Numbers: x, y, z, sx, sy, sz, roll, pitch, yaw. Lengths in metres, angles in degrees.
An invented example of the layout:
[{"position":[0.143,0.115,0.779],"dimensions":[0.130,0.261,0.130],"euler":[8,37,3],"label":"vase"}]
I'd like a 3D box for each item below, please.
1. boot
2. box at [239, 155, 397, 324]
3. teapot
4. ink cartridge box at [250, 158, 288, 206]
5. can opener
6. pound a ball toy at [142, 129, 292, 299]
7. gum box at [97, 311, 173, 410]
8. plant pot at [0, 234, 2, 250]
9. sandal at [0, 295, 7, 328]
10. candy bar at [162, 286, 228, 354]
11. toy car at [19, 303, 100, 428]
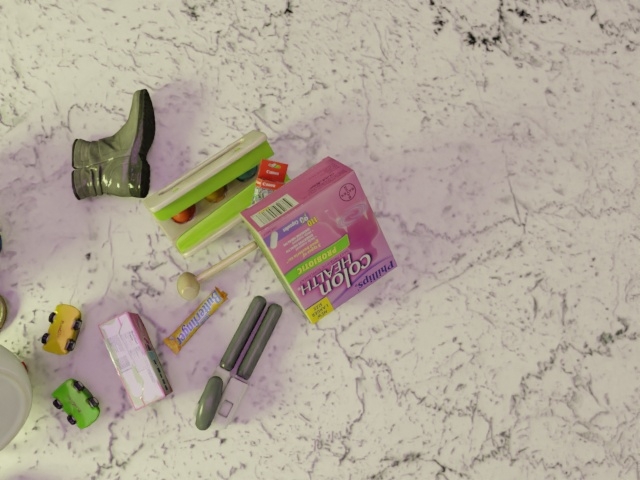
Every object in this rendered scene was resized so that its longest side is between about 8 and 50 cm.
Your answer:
[{"position":[-0.438,-0.204,1.247],"dimensions":[0.161,0.083,0.246],"euler":[3,80,1],"label":"boot"},{"position":[0.000,0.000,1.177],"dimensions":[0.214,0.117,0.242],"euler":[-33,122,-10],"label":"box"},{"position":[-0.644,0.265,1.038],"dimensions":[0.187,0.252,0.256],"euler":[30,85,39],"label":"teapot"},{"position":[-0.097,-0.098,1.183],"dimensions":[0.063,0.029,0.115],"euler":[8,101,-28],"label":"ink cartridge box"},{"position":[-0.164,0.245,1.192],"dimensions":[0.076,0.095,0.283],"euler":[27,80,-2],"label":"can opener"},{"position":[-0.211,-0.056,1.234],"dimensions":[0.319,0.136,0.208],"euler":[-36,116,-12],"label":"pound a ball toy"},{"position":[-0.361,0.228,1.170],"dimensions":[0.062,0.107,0.188],"euler":[-25,85,-9],"label":"gum box"},{"position":[-0.758,-0.003,1.111],"dimensions":[0.236,0.236,0.212],"euler":[36,73,0],"label":"plant pot"},{"position":[-0.696,0.178,1.175],"dimensions":[0.180,0.049,0.072],"euler":[-41,87,-10],"label":"sandal"},{"position":[-0.256,0.162,1.236],"dimensions":[0.040,0.018,0.161],"euler":[43,81,2],"label":"candy bar"},{"position":[-0.518,0.273,1.176],"dimensions":[0.239,0.053,0.225],"euler":[-41,87,-9],"label":"toy car"}]
